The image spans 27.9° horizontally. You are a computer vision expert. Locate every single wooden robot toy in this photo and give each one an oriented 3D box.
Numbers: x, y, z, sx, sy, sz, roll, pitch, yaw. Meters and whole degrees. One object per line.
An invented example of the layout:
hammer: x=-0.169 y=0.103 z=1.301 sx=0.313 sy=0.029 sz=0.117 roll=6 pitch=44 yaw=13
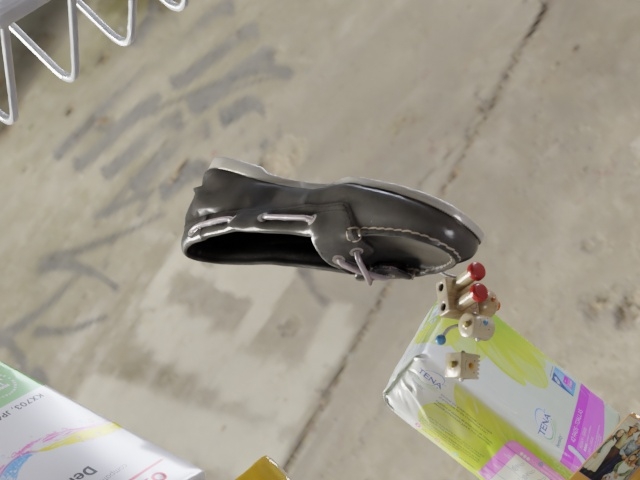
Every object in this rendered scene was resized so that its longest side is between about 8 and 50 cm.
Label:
wooden robot toy: x=0.176 y=0.072 z=1.434 sx=0.076 sy=0.079 sz=0.173 roll=-32 pitch=54 yaw=47

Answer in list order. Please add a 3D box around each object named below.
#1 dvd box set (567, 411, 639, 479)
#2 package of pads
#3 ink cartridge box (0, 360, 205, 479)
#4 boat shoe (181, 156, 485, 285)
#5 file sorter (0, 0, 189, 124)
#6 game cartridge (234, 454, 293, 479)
dvd box set: x=0.253 y=0.421 z=1.357 sx=0.420 sy=0.308 sz=0.062 roll=-44 pitch=42 yaw=-13
package of pads: x=0.237 y=0.216 z=1.660 sx=0.101 sy=0.296 sz=0.229 roll=-53 pitch=-2 yaw=29
ink cartridge box: x=-0.252 y=0.264 z=1.220 sx=0.353 sy=0.119 sz=0.207 roll=22 pitch=32 yaw=27
boat shoe: x=0.000 y=0.000 z=1.138 sx=0.335 sy=0.112 sz=0.096 roll=12 pitch=71 yaw=46
file sorter: x=-0.213 y=-0.263 z=1.094 sx=0.277 sy=0.173 sz=0.193 roll=-39 pitch=72 yaw=-25
game cartridge: x=-0.048 y=0.314 z=0.740 sx=0.285 sy=0.053 sz=0.323 roll=-41 pitch=44 yaw=-9
